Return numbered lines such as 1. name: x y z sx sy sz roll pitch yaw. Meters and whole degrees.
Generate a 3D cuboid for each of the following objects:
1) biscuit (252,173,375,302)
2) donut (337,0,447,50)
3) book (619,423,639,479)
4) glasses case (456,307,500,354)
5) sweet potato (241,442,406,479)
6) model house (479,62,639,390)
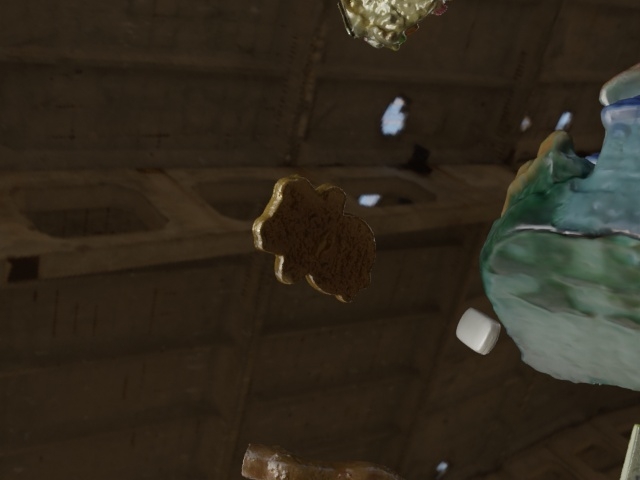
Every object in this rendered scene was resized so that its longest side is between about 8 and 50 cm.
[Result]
1. biscuit: 0.000 0.000 1.228 0.226 0.036 0.165 32 -98 -34
2. donut: 0.041 -0.420 0.937 0.150 0.307 0.371 -20 -51 10
3. book: 0.699 0.445 1.415 0.035 0.352 0.239 -49 -36 -60
4. glasses case: 0.326 0.187 1.717 0.049 0.193 0.074 26 -88 -5
5. sweet potato: 0.030 0.332 1.144 0.067 0.282 0.059 -68 -15 -68
6. model house: 0.320 -0.055 0.742 0.295 0.252 0.329 50 -119 -43
